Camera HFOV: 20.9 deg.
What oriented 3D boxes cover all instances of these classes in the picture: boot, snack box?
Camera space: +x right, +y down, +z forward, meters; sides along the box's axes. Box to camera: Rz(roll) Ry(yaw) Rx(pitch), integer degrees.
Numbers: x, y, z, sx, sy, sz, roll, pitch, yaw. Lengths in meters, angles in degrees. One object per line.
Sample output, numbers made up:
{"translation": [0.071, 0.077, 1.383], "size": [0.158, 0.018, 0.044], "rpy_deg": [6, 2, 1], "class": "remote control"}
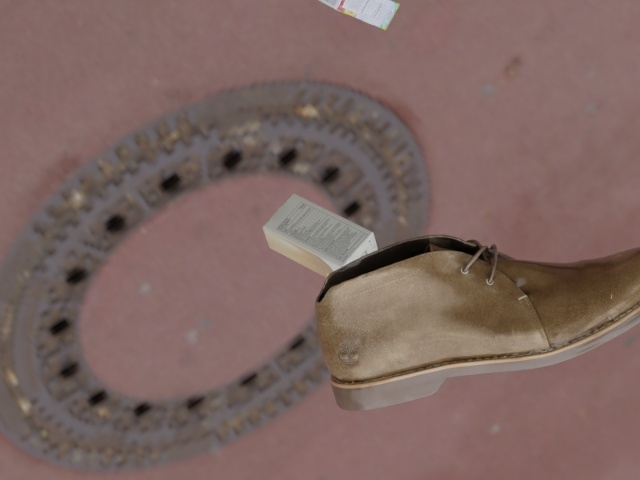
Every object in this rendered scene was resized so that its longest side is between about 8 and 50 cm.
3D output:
{"translation": [0.143, 0.044, 1.429], "size": [0.305, 0.112, 0.115], "rpy_deg": [-16, 103, 4], "class": "boot"}
{"translation": [0.003, -0.280, 1.883], "size": [0.100, 0.141, 0.037], "rpy_deg": [13, 108, -57], "class": "snack box"}

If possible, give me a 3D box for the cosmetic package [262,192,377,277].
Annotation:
{"translation": [0.000, 0.000, 1.910], "size": [0.060, 0.115, 0.041], "rpy_deg": [-47, 146, -23], "class": "cosmetic package"}
